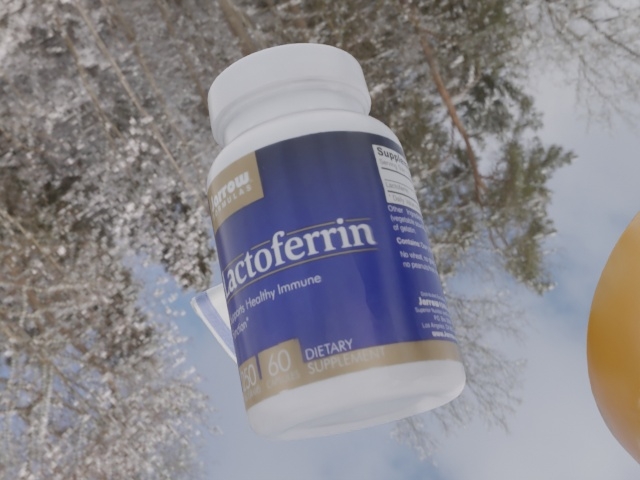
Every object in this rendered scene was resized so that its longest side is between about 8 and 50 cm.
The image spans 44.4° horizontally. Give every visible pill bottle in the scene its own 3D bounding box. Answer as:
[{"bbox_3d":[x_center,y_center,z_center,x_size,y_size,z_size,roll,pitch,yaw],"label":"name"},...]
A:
[{"bbox_3d":[0.000,0.000,0.574,0.153,0.153,0.264,-19,-111,15],"label":"pill bottle"}]

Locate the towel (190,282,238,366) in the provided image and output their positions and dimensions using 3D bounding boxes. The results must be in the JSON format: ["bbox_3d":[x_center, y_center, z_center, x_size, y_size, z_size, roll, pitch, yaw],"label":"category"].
[{"bbox_3d":[-0.011,0.056,0.996,0.285,0.209,0.034,-30,-124,-4],"label":"towel"}]

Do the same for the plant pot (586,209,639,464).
[{"bbox_3d":[0.249,0.066,0.323,0.205,0.205,0.188,-28,-162,0],"label":"plant pot"}]
